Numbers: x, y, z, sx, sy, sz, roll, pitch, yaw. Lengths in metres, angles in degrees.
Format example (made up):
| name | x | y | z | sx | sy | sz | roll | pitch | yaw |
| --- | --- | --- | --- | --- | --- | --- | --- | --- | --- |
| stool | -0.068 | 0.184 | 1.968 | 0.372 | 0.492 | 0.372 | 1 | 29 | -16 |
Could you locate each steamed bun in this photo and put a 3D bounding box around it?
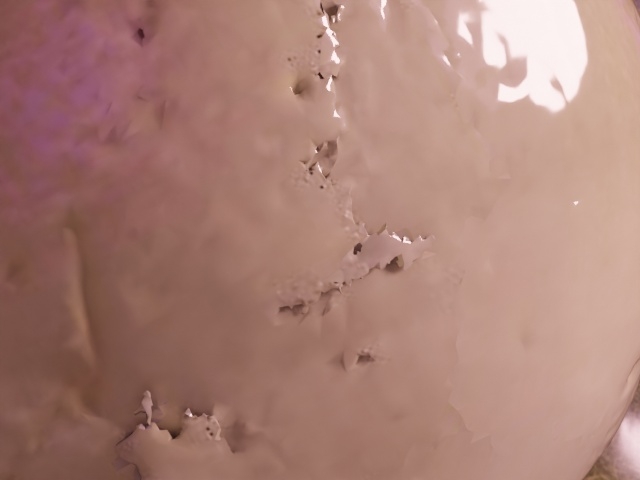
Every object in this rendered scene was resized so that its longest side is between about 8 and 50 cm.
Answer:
| name | x | y | z | sx | sy | sz | roll | pitch | yaw |
| --- | --- | --- | --- | --- | --- | --- | --- | --- | --- |
| steamed bun | -0.055 | -0.024 | 0.539 | 0.334 | 0.312 | 0.233 | 52 | 10 | -1 |

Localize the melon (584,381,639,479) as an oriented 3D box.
| name | x | y | z | sx | sy | sz | roll | pitch | yaw |
| --- | --- | --- | --- | --- | --- | --- | --- | --- | --- |
| melon | 0.178 | 0.184 | 1.128 | 0.302 | 0.237 | 0.237 | 52 | 14 | -20 |
